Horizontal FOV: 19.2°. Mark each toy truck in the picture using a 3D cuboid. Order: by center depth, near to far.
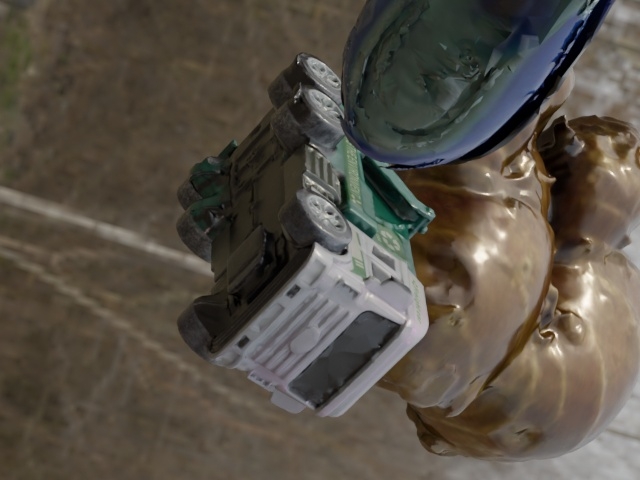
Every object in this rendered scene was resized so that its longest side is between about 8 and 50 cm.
[{"bbox_3d":[0.000,0.000,0.999,0.110,0.116,0.216,-47,-157,21],"label":"toy truck"}]

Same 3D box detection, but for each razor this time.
[{"bbox_3d":[0.102,-0.127,0.327,0.324,0.093,0.056,-48,174,24],"label":"razor"}]

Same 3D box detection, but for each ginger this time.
[{"bbox_3d":[0.132,0.017,1.324,0.357,0.152,0.274,34,66,-49],"label":"ginger"}]
